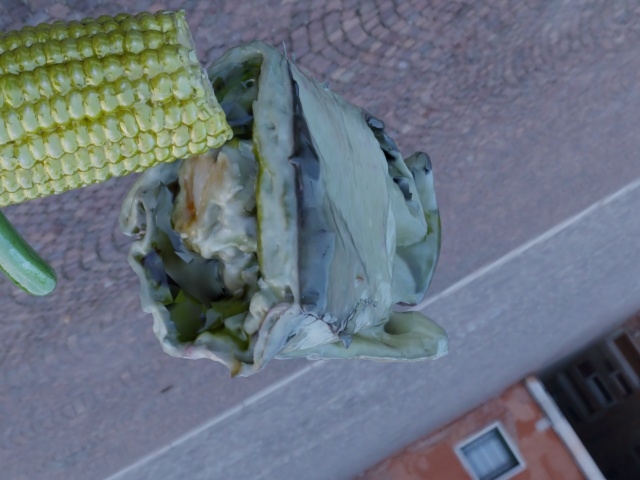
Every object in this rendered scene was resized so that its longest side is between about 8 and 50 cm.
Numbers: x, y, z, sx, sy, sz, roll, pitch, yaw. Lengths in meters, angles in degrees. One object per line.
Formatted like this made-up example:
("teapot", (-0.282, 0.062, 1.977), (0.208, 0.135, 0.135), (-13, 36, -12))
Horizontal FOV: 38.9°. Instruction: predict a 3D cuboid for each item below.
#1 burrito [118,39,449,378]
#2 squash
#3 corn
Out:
("burrito", (-0.001, 0.003, 0.653), (0.135, 0.190, 0.332), (-14, 167, 21))
("squash", (-0.197, 0.004, 0.574), (0.027, 0.027, 0.089), (-31, 128, -1))
("corn", (-0.168, -0.050, 0.416), (0.248, 0.081, 0.081), (-15, 160, -8))
